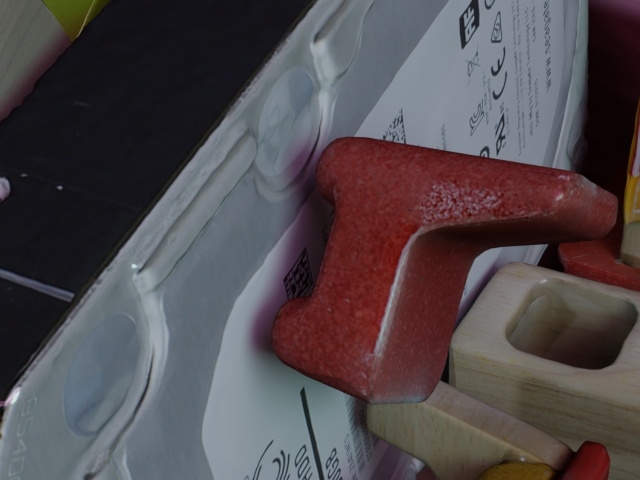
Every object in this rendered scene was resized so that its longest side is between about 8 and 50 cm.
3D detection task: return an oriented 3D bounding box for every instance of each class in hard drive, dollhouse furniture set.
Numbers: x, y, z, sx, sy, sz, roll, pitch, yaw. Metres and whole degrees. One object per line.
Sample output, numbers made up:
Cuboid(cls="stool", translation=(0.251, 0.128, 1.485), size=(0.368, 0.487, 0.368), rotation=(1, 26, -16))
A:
Cuboid(cls="hard drive", translation=(0.000, 0.000, 0.483), size=(0.064, 0.237, 0.339), rotation=(17, 52, 25))
Cuboid(cls="dollhouse furniture set", translation=(0.127, -0.009, 0.479), size=(0.152, 0.201, 0.374), rotation=(16, 36, 23))

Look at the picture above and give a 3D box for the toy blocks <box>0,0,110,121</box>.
Cuboid(cls="toy blocks", translation=(-0.232, 0.044, 0.408), size=(0.261, 0.191, 0.381), rotation=(14, 71, 20))
